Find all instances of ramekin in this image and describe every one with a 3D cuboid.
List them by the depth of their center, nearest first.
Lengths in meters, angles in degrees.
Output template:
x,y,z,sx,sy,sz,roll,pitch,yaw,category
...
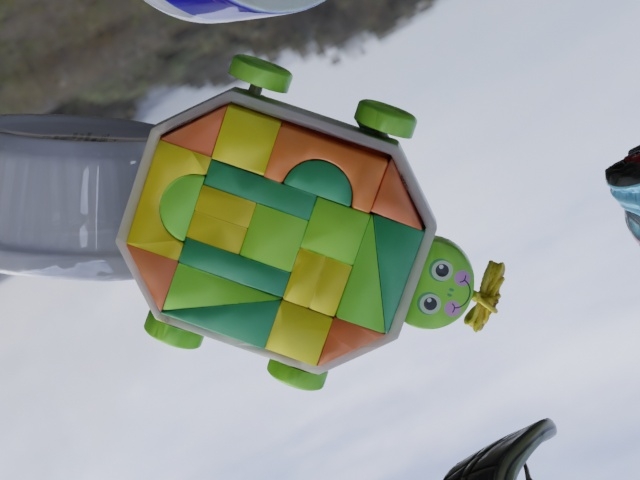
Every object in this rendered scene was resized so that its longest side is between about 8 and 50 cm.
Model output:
x,y,z,sx,sy,sz,roll,pitch,yaw,category
-0.241,-0.049,1.611,0.273,0.127,0.273,4,-170,-1,ramekin

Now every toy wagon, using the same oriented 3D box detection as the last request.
x,y,z,sx,sy,sz,roll,pitch,yaw,category
0.000,0.000,1.462,0.068,0.344,0.267,-71,180,-78,toy wagon

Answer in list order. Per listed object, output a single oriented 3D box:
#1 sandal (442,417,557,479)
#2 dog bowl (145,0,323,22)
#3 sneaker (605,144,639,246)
x,y,z,sx,sy,sz,roll,pitch,yaw,category
0.190,0.295,1.820,0.120,0.086,0.303,-31,-171,34,sandal
-0.072,-0.321,1.405,0.265,0.265,0.104,-33,-156,-36,dog bowl
0.299,-0.025,1.313,0.104,0.125,0.262,-17,-175,31,sneaker
